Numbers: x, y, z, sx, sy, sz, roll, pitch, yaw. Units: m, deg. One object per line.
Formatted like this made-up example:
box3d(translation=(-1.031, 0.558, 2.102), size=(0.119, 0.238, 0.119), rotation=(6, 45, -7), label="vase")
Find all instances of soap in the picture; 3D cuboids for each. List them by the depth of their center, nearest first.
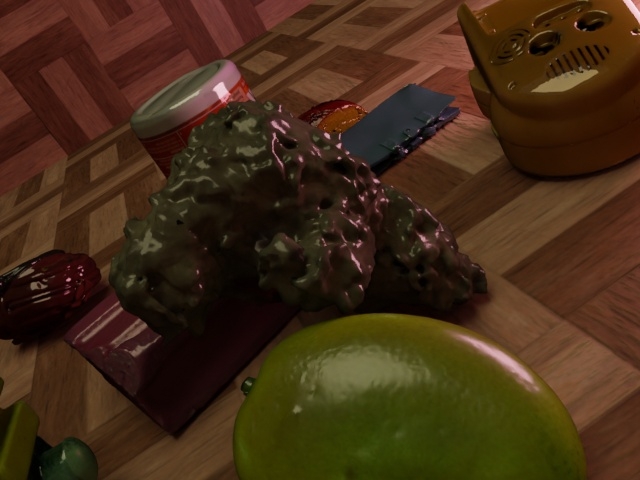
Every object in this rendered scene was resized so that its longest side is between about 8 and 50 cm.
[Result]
box3d(translation=(-0.158, 0.074, 0.887), size=(0.359, 0.128, 0.233), rotation=(-44, 29, -24), label="soap")

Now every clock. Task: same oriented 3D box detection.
box3d(translation=(0.334, -0.230, 0.857), size=(0.244, 0.200, 0.317), rotation=(-23, 37, 20), label="clock")

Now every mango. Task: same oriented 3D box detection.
box3d(translation=(0.059, 0.149, 0.502), size=(0.273, 0.149, 0.185), rotation=(-15, 68, 19), label="mango")

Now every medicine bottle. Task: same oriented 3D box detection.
box3d(translation=(-0.236, -0.220, 1.324), size=(0.252, 0.241, 0.252), rotation=(-23, 29, 13), label="medicine bottle")

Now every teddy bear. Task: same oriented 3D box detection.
box3d(translation=(0.000, 0.000, 0.675), size=(0.224, 0.367, 0.357), rotation=(-57, 15, 14), label="teddy bear")

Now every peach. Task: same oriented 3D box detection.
box3d(translation=(0.012, -0.230, 1.255), size=(0.172, 0.092, 0.127), rotation=(-31, 25, 6), label="peach")

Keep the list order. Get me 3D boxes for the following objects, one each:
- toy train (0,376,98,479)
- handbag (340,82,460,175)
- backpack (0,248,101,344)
box3d(translation=(-0.475, 0.309, 0.661), size=(0.442, 0.272, 0.179), rotation=(-32, 25, -3), label="toy train")
box3d(translation=(0.133, -0.197, 1.132), size=(0.221, 0.057, 0.144), rotation=(-37, 35, -14), label="handbag")
box3d(translation=(-0.534, 0.099, 1.216), size=(0.229, 0.139, 0.229), rotation=(-25, 10, 5), label="backpack")
